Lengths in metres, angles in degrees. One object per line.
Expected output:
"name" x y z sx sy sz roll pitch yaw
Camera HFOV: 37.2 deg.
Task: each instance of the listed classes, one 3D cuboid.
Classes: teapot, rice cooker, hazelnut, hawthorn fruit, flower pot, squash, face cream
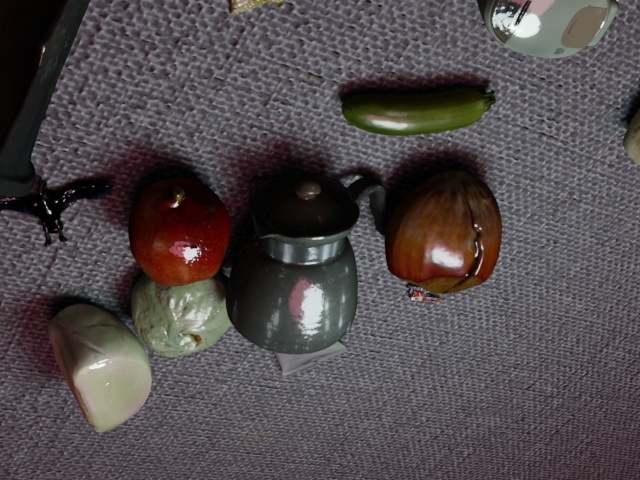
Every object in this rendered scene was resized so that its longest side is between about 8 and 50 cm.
"teapot" 0.001 0.015 1.553 0.305 0.223 0.285 -4 130 -14
"rice cooker" 0.319 -0.341 1.348 0.206 0.127 0.145 0 137 -26
"hazelnut" 0.216 -0.013 1.623 0.212 0.181 0.181 -2 155 -34
"hawthorn fruit" -0.218 -0.023 1.466 0.168 0.169 0.188 -9 136 -12
"flower pot" -0.413 -0.257 1.041 0.379 0.379 0.251 33 97 -43
"squash" 0.156 -0.200 1.481 0.257 0.069 0.069 -5 137 -15
"face cream" -0.045 0.184 1.820 0.143 0.089 0.314 -23 147 3

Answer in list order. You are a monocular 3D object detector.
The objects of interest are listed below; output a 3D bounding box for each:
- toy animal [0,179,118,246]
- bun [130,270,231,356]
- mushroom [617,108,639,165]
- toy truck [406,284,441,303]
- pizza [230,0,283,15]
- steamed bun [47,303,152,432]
"toy animal" -0.414 -0.046 1.444 0.220 0.062 0.108 -12 121 -7
"bun" -0.235 0.123 1.647 0.195 0.118 0.195 -9 135 -9
"mushroom" 0.658 -0.183 1.603 0.253 0.195 0.189 0 132 -26
"toy truck" 0.202 0.105 1.868 0.083 0.024 0.032 8 110 -31
"pizza" -0.082 -0.334 1.273 0.122 0.026 0.108 20 128 -37
"steamed bun" -0.373 0.211 1.660 0.152 0.170 0.239 -26 146 -22
